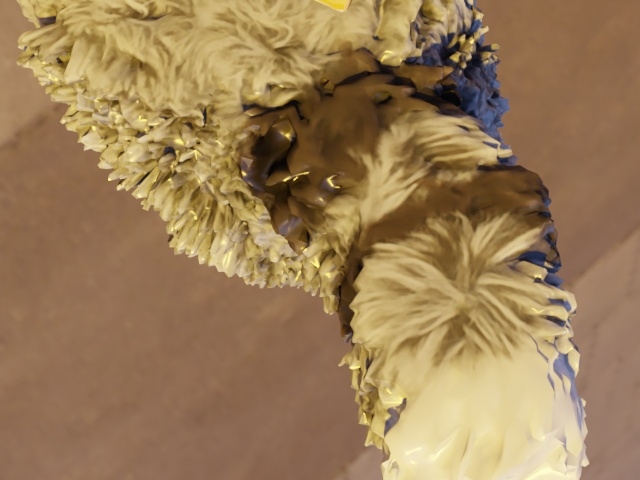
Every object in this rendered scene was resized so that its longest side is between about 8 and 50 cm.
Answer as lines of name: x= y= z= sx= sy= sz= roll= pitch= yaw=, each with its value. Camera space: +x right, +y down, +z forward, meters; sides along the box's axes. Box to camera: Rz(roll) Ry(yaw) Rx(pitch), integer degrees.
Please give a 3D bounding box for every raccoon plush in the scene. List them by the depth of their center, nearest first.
raccoon plush: x=0.000 y=0.000 z=0.895 sx=0.216 sy=0.446 sz=0.299 roll=-12 pitch=146 yaw=6

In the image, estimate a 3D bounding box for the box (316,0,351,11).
box: x=-0.008 y=-0.128 z=0.591 sx=0.136 sy=0.081 sz=0.028 roll=-66 pitch=179 yaw=-50
